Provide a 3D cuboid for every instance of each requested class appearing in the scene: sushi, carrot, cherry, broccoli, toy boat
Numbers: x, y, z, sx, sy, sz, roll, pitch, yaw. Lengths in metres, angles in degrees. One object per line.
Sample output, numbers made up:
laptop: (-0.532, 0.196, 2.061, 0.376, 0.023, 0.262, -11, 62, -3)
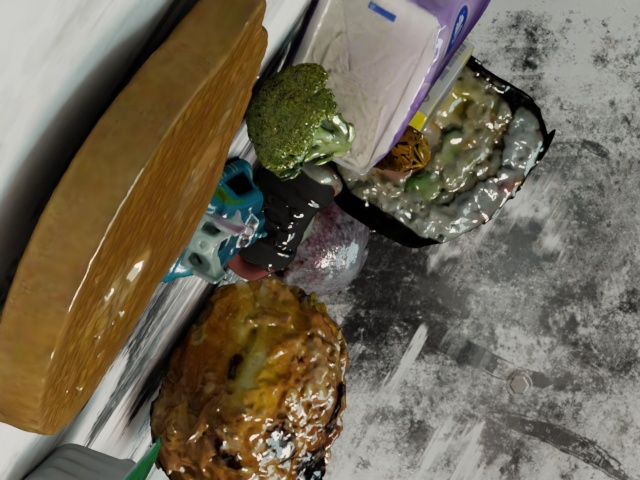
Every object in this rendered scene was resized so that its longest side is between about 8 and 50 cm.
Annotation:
sushi: (0.168, -0.167, 2.271, 0.328, 0.328, 0.285, -61, -172, 5)
carrot: (0.040, -0.129, 1.788, 0.069, 0.229, 0.069, -16, 111, -47)
cherry: (-0.007, 0.005, 2.384, 0.195, 0.195, 0.195, -59, 176, -6)
broccoli: (-0.022, -0.129, 1.508, 0.130, 0.120, 0.131, -66, -160, 5)
toy boat: (-0.107, -0.012, 1.553, 0.134, 0.092, 0.299, -63, 175, 11)

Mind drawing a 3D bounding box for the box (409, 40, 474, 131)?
box: (0.101, -0.234, 1.985, 0.097, 0.168, 0.265, -58, 179, 36)

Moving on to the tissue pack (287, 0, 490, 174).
tissue pack: (0.099, -0.269, 1.675, 0.338, 0.160, 0.242, -54, 174, -50)

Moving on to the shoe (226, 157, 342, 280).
shoe: (-0.065, -0.033, 1.844, 0.137, 0.114, 0.291, -51, 176, -29)

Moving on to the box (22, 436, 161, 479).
box: (-0.320, 0.364, 1.564, 0.336, 0.106, 0.264, -61, 177, 15)

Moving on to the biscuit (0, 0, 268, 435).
biscuit: (-0.150, -0.021, 1.071, 0.365, 0.062, 0.385, -60, 177, -33)

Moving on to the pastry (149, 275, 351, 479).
pastry: (-0.112, 0.265, 2.109, 0.337, 0.292, 0.405, -54, 169, -46)
